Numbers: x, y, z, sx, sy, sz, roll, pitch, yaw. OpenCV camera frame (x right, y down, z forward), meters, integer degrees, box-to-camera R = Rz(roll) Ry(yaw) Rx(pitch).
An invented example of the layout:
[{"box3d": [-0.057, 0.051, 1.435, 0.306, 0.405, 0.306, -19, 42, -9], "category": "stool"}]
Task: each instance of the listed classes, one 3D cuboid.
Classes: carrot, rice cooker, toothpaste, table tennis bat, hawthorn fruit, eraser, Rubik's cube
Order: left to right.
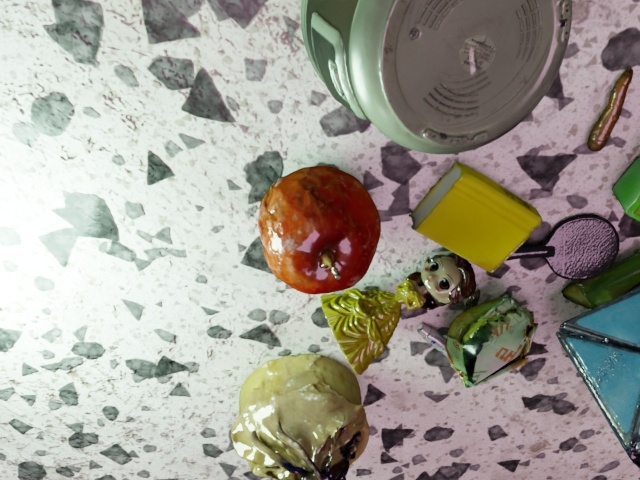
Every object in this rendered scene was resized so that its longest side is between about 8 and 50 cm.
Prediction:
[{"box3d": [0.000, 0.000, 1.106, 0.242, 0.272, 0.242, -5, 124, -8], "category": "hawthorn fruit"}, {"box3d": [0.141, -0.313, 0.869, 0.335, 0.325, 0.335, -9, 121, -15], "category": "rice cooker"}, {"box3d": [0.315, 0.268, 1.429, 0.218, 0.033, 0.052, 38, 134, -11], "category": "toothpaste"}, {"box3d": [0.313, -0.044, 1.217, 0.226, 0.069, 0.158, 27, 117, -21], "category": "eraser"}, {"box3d": [0.516, 0.019, 1.288, 0.236, 0.027, 0.150, -4, 110, 5], "category": "table tennis bat"}, {"box3d": [0.540, -0.240, 1.121, 0.035, 0.036, 0.165, 9, 121, -10], "category": "carrot"}, {"box3d": [0.719, 0.281, 1.274, 0.305, 0.307, 0.310, -29, 145, 15], "category": "Rubik's cube"}]

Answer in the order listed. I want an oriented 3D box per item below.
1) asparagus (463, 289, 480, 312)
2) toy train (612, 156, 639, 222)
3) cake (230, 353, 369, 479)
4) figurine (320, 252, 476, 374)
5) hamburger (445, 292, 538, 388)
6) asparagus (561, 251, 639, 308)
[{"box3d": [0.337, 0.210, 1.418, 0.034, 0.027, 0.236, -2, 124, -8], "category": "asparagus"}, {"box3d": [0.711, -0.096, 1.166, 0.243, 0.132, 0.188, 23, 123, -7], "category": "toy train"}, {"box3d": [-0.039, 0.472, 1.399, 0.332, 0.321, 0.332, -2, 122, -3], "category": "cake"}, {"box3d": [0.177, 0.125, 1.278, 0.315, 0.187, 0.168, -29, 119, 6], "category": "figurine"}, {"box3d": [0.381, 0.202, 1.341, 0.214, 0.125, 0.235, -30, 126, -17], "category": "hamburger"}, {"box3d": [0.694, 0.057, 1.308, 0.343, 0.085, 0.082, -29, 97, 18], "category": "asparagus"}]
